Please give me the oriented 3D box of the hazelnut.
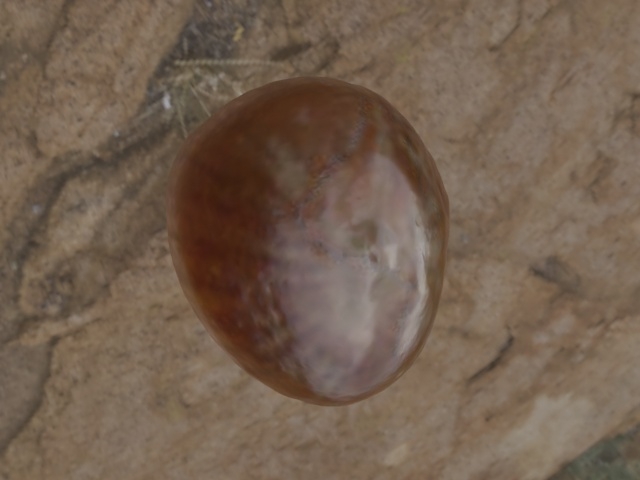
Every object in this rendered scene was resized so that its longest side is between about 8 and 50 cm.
[{"bbox_3d":[0.000,0.000,0.702,0.176,0.214,0.214,-24,135,-17],"label":"hazelnut"}]
